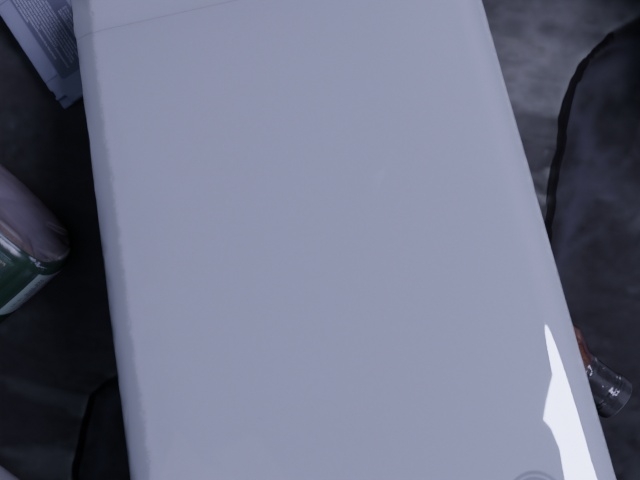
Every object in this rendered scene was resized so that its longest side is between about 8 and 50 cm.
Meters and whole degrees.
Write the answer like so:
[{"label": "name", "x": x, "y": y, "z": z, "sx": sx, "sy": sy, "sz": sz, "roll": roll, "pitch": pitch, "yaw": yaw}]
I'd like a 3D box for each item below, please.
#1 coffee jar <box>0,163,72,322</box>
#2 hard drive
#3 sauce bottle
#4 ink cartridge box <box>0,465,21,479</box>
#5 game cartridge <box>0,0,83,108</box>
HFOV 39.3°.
[{"label": "coffee jar", "x": -0.237, "y": 0.038, "z": 0.516, "sx": 0.184, "sy": 0.079, "sz": 0.096, "roll": -42, "pitch": 99, "yaw": 12}, {"label": "hard drive", "x": 0.000, "y": 0.000, "z": 0.424, "sx": 0.203, "sy": 0.040, "sz": 0.307, "roll": -12, "pitch": 72, "yaw": 2}, {"label": "sauce bottle", "x": 0.116, "y": 0.053, "z": 0.504, "sx": 0.128, "sy": 0.042, "sz": 0.042, "roll": 39, "pitch": 104, "yaw": -4}, {"label": "ink cartridge box", "x": -0.180, "y": 0.264, "z": 0.556, "sx": 0.212, "sy": 0.093, "sz": 0.154, "roll": 37, "pitch": 104, "yaw": -2}, {"label": "game cartridge", "x": -0.144, "y": -0.123, "z": 0.503, "sx": 0.056, "sy": 0.017, "sz": 0.083, "roll": -29, "pitch": 99, "yaw": 15}]
